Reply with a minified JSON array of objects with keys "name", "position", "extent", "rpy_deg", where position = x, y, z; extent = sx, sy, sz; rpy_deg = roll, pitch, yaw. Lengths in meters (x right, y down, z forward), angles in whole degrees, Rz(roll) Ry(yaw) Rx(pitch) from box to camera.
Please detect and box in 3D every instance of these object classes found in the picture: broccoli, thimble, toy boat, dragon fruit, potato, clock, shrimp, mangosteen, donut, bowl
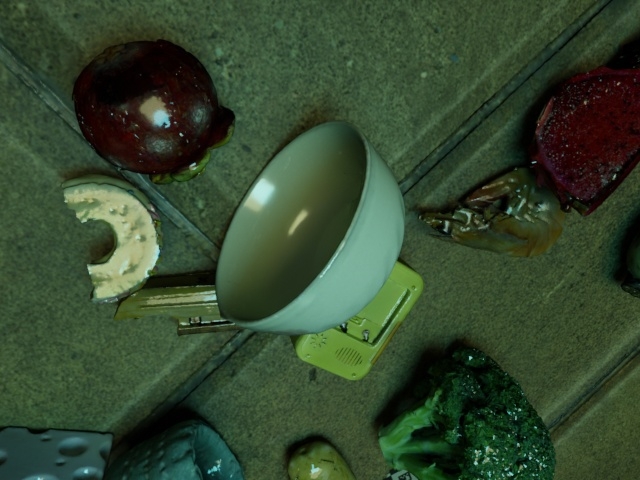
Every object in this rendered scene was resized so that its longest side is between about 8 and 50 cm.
[{"name":"broccoli","position":[0.248,0.342,0.762],"extent":[0.275,0.308,0.308],"rpy_deg":[-22,116,29]},{"name":"thimble","position":[-0.201,0.383,0.668],"extent":[0.143,0.198,0.235],"rpy_deg":[-30,151,-7]},{"name":"toy boat","position":[-0.178,0.096,0.651],"extent":[0.225,0.068,0.088],"rpy_deg":[-4,111,-14]},{"name":"dragon fruit","position":[0.427,-0.143,0.701],"extent":[0.262,0.163,0.189],"rpy_deg":[-47,126,-6]},{"name":"potato","position":[0.005,0.430,0.800],"extent":[0.107,0.080,0.171],"rpy_deg":[-32,111,-17]},{"name":"clock","position":[0.051,0.102,0.702],"extent":[0.143,0.096,0.202],"rpy_deg":[29,98,-24]},{"name":"shrimp","position":[0.294,-0.051,0.741],"extent":[0.287,0.063,0.152],"rpy_deg":[6,102,-21]},{"name":"mangosteen","position":[-0.190,-0.143,0.533],"extent":[0.166,0.166,0.180],"rpy_deg":[-40,143,-1]},{"name":"donut","position":[-0.262,-0.007,0.591],"extent":[0.108,0.065,0.166],"rpy_deg":[-11,98,-14]},{"name":"bowl","position":[0.000,0.000,0.575],"extent":[0.145,0.277,0.277],"rpy_deg":[30,97,-34]}]

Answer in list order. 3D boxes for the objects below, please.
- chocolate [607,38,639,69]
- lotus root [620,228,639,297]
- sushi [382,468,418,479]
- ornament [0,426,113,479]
[{"name":"chocolate","position":[0.540,-0.273,0.714],"extent":[0.133,0.156,0.156],"rpy_deg":[-12,110,6]},{"name":"lotus root","position":[0.684,-0.020,0.819],"extent":[0.173,0.173,0.309],"rpy_deg":[36,87,-22]},{"name":"sushi","position":[0.182,0.616,0.921],"extent":[0.290,0.050,0.264],"rpy_deg":[42,92,-22]},{"name":"ornament","position":[-0.436,0.421,0.587],"extent":[0.239,0.240,0.239],"rpy_deg":[12,101,-18]}]
